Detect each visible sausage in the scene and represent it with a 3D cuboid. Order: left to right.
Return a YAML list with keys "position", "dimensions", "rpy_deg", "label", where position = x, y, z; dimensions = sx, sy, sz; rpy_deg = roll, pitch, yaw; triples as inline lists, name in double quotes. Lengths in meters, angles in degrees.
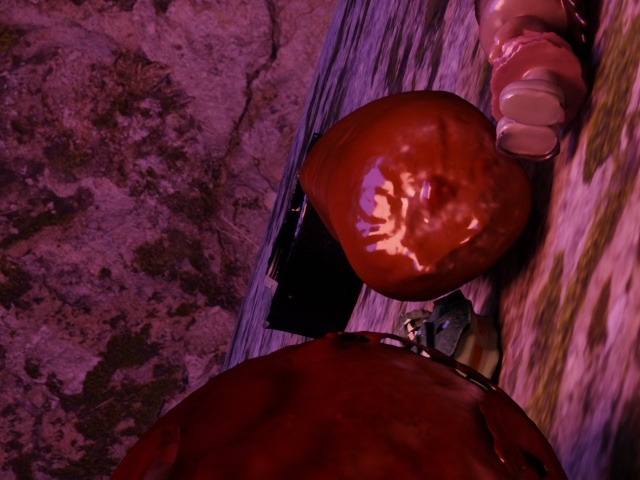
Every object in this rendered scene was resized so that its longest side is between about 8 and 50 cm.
- position: [0.043, -0.033, 0.905]
  dimensions: [0.348, 0.097, 0.094]
  rpy_deg: [-124, 9, -82]
  label: "sausage"

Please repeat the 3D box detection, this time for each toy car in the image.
- position: [0.035, 0.111, 0.827]
  dimensions: [0.186, 0.058, 0.093]
  rpy_deg: [-60, 10, 19]
  label: "toy car"

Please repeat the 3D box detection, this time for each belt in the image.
- position: [0.000, 0.000, 1.446]
  dimensions: [0.151, 0.078, 0.198]
  rpy_deg: [-83, 9, -51]
  label: "belt"

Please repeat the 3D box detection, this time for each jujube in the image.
- position: [-0.010, 0.147, 0.513]
  dimensions: [0.243, 0.183, 0.183]
  rpy_deg: [-64, 0, -27]
  label: "jujube"

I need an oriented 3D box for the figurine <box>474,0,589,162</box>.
- position: [0.101, -0.088, 0.781]
  dimensions: [0.129, 0.054, 0.072]
  rpy_deg: [-90, 0, -46]
  label: "figurine"
